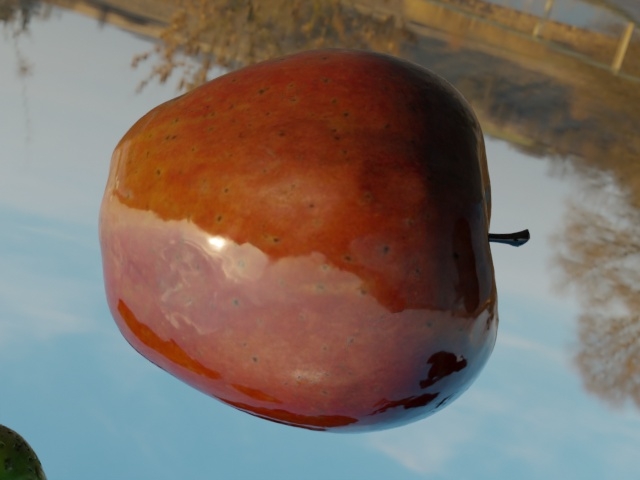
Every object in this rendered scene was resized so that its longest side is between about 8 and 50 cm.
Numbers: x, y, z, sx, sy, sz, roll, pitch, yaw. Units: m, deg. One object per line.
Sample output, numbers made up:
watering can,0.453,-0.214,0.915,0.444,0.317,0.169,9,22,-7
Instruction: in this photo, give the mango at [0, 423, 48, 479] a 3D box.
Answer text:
mango,-0.412,0.314,1.415,0.233,0.125,0.111,41,166,-21

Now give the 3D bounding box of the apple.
apple,0.001,0.000,0.609,0.233,0.234,0.234,16,-169,-3
